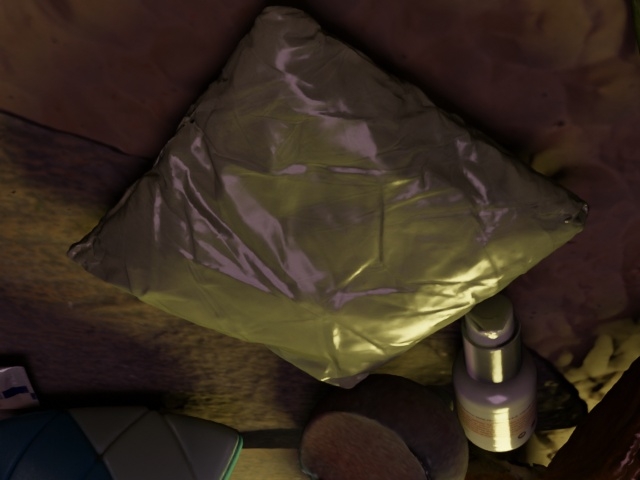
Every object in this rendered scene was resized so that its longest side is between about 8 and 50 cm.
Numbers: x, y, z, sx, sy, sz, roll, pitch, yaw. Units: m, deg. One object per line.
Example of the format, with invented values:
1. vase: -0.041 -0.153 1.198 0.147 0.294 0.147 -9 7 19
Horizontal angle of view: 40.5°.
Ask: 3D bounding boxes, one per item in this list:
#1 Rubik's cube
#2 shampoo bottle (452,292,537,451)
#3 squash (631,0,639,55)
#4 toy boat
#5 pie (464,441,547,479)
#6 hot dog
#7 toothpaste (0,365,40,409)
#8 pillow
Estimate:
1. Rubik's cube: -0.170 0.272 0.830 0.254 0.254 0.254 0 140 0
2. shampoo bottle: 0.148 0.110 0.747 0.074 0.074 0.192 -8 138 9
3. squash: 0.243 -0.088 0.519 0.080 0.071 0.318 -50 126 -7
4. toy boat: 0.065 0.196 0.826 0.155 0.085 0.227 43 146 11
5. pie: 0.147 0.323 0.985 0.308 0.086 0.308 -1 139 0
6. hot dog: 0.300 0.189 0.764 0.196 0.122 0.272 12 125 -28
7. toothpaste: -0.428 0.140 0.808 0.314 0.058 0.056 0 96 -5
8. pillow: 0.000 0.001 0.619 0.274 0.076 0.280 28 132 -25
